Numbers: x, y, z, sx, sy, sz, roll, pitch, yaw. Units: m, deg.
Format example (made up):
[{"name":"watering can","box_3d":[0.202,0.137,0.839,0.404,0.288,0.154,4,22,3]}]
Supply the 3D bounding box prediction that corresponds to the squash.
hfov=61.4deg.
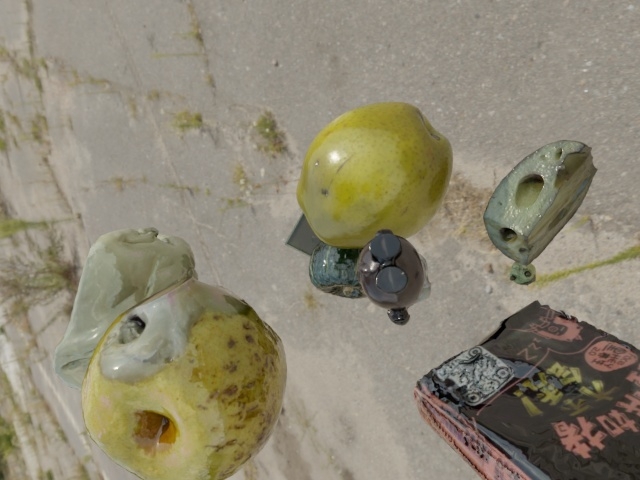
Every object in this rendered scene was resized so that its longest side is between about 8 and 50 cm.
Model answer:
[{"name":"squash","box_3d":[0.088,0.088,1.649,0.252,0.252,0.165,-21,49,53]}]

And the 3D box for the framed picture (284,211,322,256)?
[{"name":"framed picture","box_3d":[0.000,0.000,1.817,0.203,0.015,0.150,27,118,-7]}]

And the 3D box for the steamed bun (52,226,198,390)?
[{"name":"steamed bun","box_3d":[-0.324,0.152,1.037,0.238,0.346,0.394,21,139,-5]}]

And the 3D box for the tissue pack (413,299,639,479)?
[{"name":"tissue pack","box_3d":[0.286,0.211,0.596,0.332,0.245,0.123,32,144,60]}]

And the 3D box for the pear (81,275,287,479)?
[{"name":"pear","box_3d":[-0.168,0.182,0.714,0.271,0.271,0.271,22,120,46]}]

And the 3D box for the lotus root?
[{"name":"lotus root","box_3d":[0.553,-0.107,1.376,0.142,0.314,0.210,37,174,41]}]

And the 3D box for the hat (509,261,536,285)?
[{"name":"hat","box_3d":[0.649,0.109,1.740,0.077,0.059,0.076,4,102,39]}]

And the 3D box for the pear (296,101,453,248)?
[{"name":"pear","box_3d":[0.133,-0.158,1.388,0.418,0.362,0.362,-35,73,24]}]

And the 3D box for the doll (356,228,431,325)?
[{"name":"doll","box_3d":[0.132,0.059,0.976,0.117,0.257,0.181,-10,74,14]}]
